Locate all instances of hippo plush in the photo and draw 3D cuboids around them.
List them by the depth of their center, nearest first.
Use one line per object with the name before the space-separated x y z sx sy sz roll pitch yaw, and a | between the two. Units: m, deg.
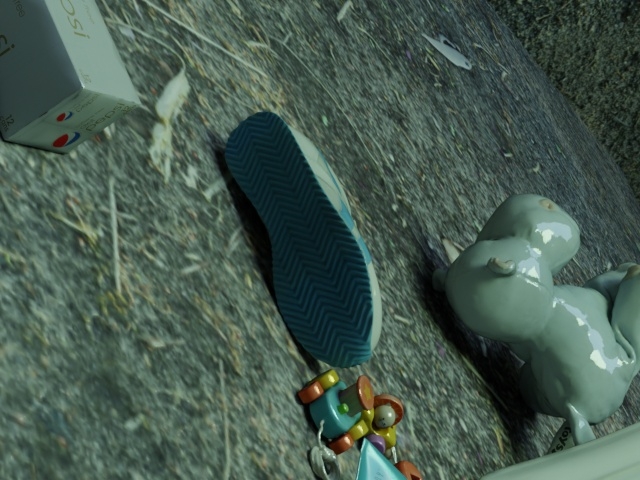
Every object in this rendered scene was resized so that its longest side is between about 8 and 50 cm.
hippo plush | 0.233 0.087 1.496 0.236 0.234 0.294 39 65 -7

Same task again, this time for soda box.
soda box | -0.202 -0.169 0.889 0.216 0.069 0.074 64 19 14

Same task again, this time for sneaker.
sneaker | 0.000 0.000 1.127 0.092 0.087 0.229 25 41 -62

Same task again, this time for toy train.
toy train | 0.048 0.163 1.065 0.166 0.046 0.125 38 28 -48

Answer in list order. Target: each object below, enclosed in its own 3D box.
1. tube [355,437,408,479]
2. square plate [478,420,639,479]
tube | 0.083 0.240 1.041 0.207 0.052 0.080 44 42 -33
square plate | 0.334 0.343 1.271 0.347 0.049 0.344 -9 72 -42
